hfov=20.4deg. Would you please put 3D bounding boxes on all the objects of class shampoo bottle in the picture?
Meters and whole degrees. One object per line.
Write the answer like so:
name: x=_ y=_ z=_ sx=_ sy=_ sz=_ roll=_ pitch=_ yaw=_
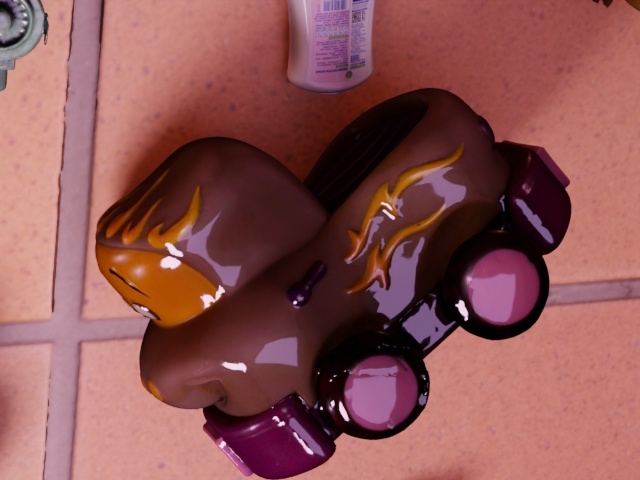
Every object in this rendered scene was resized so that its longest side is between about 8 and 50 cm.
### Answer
shampoo bottle: x=0.008 y=-0.158 z=1.362 sx=0.072 sy=0.043 sz=0.099 roll=-11 pitch=118 yaw=-22

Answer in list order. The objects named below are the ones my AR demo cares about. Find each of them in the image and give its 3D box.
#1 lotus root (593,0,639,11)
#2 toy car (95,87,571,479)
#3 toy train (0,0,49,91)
lotus root: x=0.293 y=-0.251 z=1.411 sx=0.278 sy=0.154 sz=0.154 roll=-25 pitch=122 yaw=-17
toy car: x=0.000 y=0.000 z=1.329 sx=0.340 sy=0.271 sz=0.240 roll=-42 pitch=104 yaw=-8
toy train: x=-0.255 y=-0.223 z=1.170 sx=0.157 sy=0.105 sz=0.253 roll=3 pitch=112 yaw=-14
